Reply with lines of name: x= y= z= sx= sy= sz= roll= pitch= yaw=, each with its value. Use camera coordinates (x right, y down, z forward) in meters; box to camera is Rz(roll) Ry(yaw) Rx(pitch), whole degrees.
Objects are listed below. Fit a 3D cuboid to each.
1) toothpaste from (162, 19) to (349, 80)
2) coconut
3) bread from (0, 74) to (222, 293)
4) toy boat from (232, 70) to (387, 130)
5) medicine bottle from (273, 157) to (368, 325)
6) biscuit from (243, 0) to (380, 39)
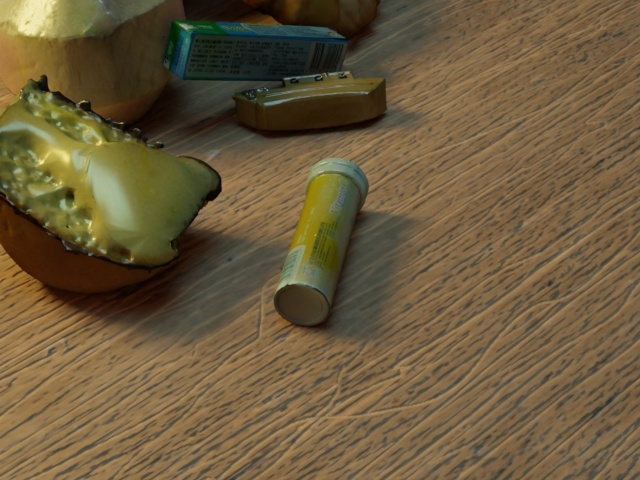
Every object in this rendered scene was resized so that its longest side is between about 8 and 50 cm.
toothpaste: x=-0.078 y=-0.245 z=1.665 sx=0.266 sy=0.065 sz=0.050 roll=-6 pitch=33 yaw=-42
coconut: x=-0.298 y=-0.277 z=1.633 sx=0.259 sy=0.259 sz=0.259 roll=0 pitch=38 yaw=0
bread: x=-0.266 y=-0.040 z=1.404 sx=0.262 sy=0.163 sz=0.204 roll=30 pitch=41 yaw=2
toy boat: x=-0.014 y=-0.181 z=1.662 sx=0.200 sy=0.057 sz=0.077 roll=-7 pitch=34 yaw=-7
medicine bottle: x=0.000 y=0.000 z=1.419 sx=0.074 sy=0.074 sz=0.218 roll=7 pitch=40 yaw=9
biscuit: x=-0.043 y=-0.426 z=1.828 sx=0.325 sy=0.107 sz=0.326 roll=23 pitch=42 yaw=-22
